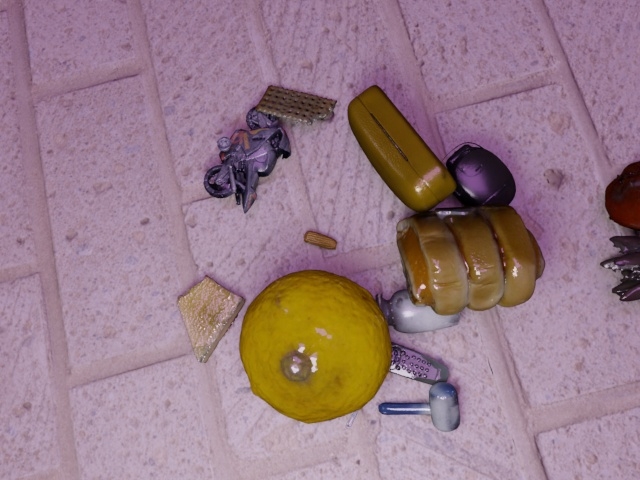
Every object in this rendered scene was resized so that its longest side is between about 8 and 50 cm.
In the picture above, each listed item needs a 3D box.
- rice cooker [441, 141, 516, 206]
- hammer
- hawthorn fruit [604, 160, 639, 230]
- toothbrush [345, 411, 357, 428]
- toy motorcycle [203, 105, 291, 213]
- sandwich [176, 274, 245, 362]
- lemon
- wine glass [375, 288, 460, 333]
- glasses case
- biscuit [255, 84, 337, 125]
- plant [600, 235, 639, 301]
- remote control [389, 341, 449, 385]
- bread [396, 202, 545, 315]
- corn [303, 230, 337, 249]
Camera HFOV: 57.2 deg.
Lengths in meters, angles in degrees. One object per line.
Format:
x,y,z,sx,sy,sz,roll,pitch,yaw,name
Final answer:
0.407,-0.157,1.519,0.142,0.118,0.203,-39,78,-6,rice cooker
0.235,0.401,1.412,0.193,0.069,0.116,-5,105,15,hammer
0.823,-0.099,1.462,0.202,0.185,0.185,34,80,-8,hawthorn fruit
0.105,0.392,1.451,0.014,0.017,0.162,28,79,12,toothbrush
-0.181,-0.226,1.575,0.173,0.108,0.307,26,73,10,toy motorcycle
-0.310,0.192,1.507,0.162,0.058,0.193,30,81,12,sandwich
-0.012,0.237,1.320,0.349,0.387,0.350,0,95,5,lemon
0.235,0.173,1.450,0.204,0.111,0.111,-6,76,6,wine glass
0.195,-0.224,1.503,0.141,0.173,0.371,-38,61,12,glasses case
-0.068,-0.372,1.620,0.203,0.016,0.144,17,47,6,biscuit
0.843,0.074,1.389,0.320,0.194,0.182,-3,99,7,plant
0.208,0.302,1.455,0.221,0.042,0.072,20,78,9,remote control
0.355,0.022,1.379,0.341,0.301,0.210,-2,117,4,bread
0.000,0.000,1.546,0.092,0.037,0.037,19,78,5,corn
